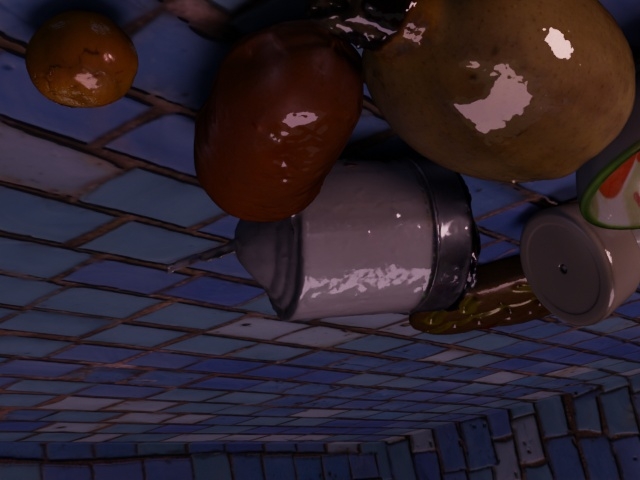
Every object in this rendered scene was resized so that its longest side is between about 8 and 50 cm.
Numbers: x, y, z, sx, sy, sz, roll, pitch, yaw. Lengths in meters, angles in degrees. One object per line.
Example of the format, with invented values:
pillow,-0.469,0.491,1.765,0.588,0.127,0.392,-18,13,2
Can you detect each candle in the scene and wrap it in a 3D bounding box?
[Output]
candle,0.000,0.000,1.020,0.330,0.187,0.187,-3,159,-18

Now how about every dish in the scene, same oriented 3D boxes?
dish,0.399,-0.138,0.934,0.324,0.124,0.324,-15,158,-6

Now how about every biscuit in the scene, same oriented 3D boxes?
biscuit,0.363,0.105,1.661,0.394,0.070,0.350,-20,158,25

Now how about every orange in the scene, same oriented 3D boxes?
orange,-0.182,-0.139,0.707,0.083,0.070,0.083,6,164,2

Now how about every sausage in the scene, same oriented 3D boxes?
sausage,-0.044,-0.097,0.813,0.133,0.133,0.258,-4,161,-18

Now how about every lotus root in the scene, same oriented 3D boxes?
lotus root,0.120,-0.144,0.719,0.310,0.182,0.183,17,147,-42

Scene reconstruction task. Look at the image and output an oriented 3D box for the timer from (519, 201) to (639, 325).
timer,0.445,-0.003,1.341,0.266,0.175,0.175,-22,167,-27
